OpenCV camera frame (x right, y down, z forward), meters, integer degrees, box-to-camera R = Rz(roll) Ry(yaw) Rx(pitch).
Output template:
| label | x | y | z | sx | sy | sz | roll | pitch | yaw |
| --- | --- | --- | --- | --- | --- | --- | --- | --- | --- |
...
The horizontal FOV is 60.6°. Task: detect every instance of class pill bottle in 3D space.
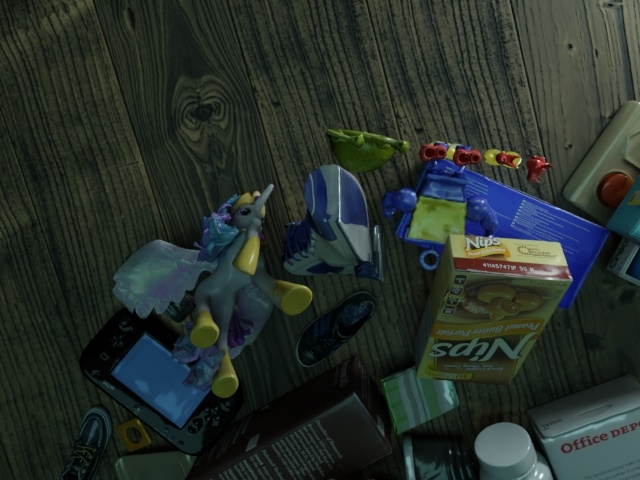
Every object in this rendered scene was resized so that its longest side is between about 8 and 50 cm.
| label | x | y | z | sx | sy | sz | roll | pitch | yaw |
| --- | --- | --- | --- | --- | --- | --- | --- | --- | --- |
| pill bottle | 0.374 | 0.463 | 1.033 | 0.131 | 0.131 | 0.229 | -23 | 112 | 7 |

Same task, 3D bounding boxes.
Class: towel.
| label | x | y | z | sx | sy | sz | roll | pitch | yaw |
| --- | --- | --- | --- | --- | --- | --- | --- | --- | --- |
| towel | 0.196 | 0.296 | 1.059 | 0.152 | 0.023 | 0.113 | -16 | 88 | -26 |

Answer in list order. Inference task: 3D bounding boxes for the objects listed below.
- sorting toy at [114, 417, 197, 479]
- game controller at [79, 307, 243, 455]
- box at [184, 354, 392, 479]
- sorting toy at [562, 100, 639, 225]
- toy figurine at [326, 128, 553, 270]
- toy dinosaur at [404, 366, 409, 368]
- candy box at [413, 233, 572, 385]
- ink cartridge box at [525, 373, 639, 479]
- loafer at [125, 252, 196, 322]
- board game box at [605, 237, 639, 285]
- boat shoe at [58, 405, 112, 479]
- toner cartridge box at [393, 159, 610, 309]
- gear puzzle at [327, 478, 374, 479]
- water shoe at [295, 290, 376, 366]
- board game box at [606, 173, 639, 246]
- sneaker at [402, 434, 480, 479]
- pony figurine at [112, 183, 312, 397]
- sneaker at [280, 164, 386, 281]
| label | x | y | z | sx | sy | sz | roll | pitch | yaw |
| --- | --- | --- | --- | --- | --- | --- | --- | --- | --- |
| sorting toy | -0.317 | 0.520 | 1.152 | 0.196 | 0.047 | 0.347 | -14 | 98 | 18 |
| game controller | -0.315 | 0.279 | 1.093 | 0.319 | 0.067 | 0.166 | 38 | 64 | 0 |
| box | -0.059 | 0.394 | 1.052 | 0.381 | 0.191 | 0.143 | -30 | 95 | 7 |
| sorting toy | 0.624 | -0.149 | 0.996 | 0.229 | 0.041 | 0.307 | 32 | 100 | -1 |
| toy figurine | 0.171 | -0.054 | 0.902 | 0.363 | 0.191 | 0.217 | 9 | 104 | 5 |
| toy dinosaur | 0.189 | 0.315 | 1.110 | 0.090 | 0.047 | 0.082 | 45 | 111 | 30 |
| candy box | 0.280 | 0.132 | 0.952 | 0.183 | 0.087 | 0.316 | 5 | 135 | 0 |
| ink cartridge box | 0.563 | 0.446 | 1.044 | 0.223 | 0.129 | 0.307 | -23 | 95 | 7 |
| loafer | -0.316 | 0.084 | 1.095 | 0.061 | 0.062 | 0.170 | -41 | 103 | 0 |
| board game box | 0.675 | -0.040 | 0.973 | 0.193 | 0.053 | 0.305 | 24 | 100 | -6 |
| boat shoe | -0.491 | 0.446 | 1.145 | 0.065 | 0.083 | 0.183 | 15 | 99 | 2 |
| toner cartridge box | 0.328 | -0.018 | 1.020 | 0.348 | 0.075 | 0.165 | 24 | 99 | 1 |
| gear puzzle | 0.070 | 0.470 | 1.016 | 0.175 | 0.339 | 0.044 | -30 | 58 | 20 |
| water shoe | 0.024 | 0.175 | 1.069 | 0.073 | 0.080 | 0.203 | 44 | 99 | -2 |
| board game box | 0.679 | -0.102 | 0.892 | 0.254 | 0.079 | 0.336 | 28 | 99 | -7 |
| sneaker | 0.257 | 0.530 | 1.091 | 0.147 | 0.104 | 0.295 | -9 | 93 | 11 |
| pony figurine | -0.172 | 0.088 | 0.954 | 0.303 | 0.363 | 0.351 | 32 | 106 | -25 |
| sneaker | 0.000 | 0.000 | 0.957 | 0.182 | 0.315 | 0.127 | -5 | 66 | 17 |
